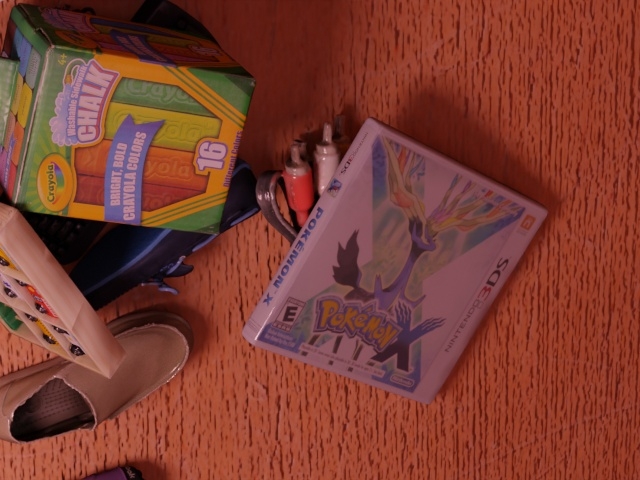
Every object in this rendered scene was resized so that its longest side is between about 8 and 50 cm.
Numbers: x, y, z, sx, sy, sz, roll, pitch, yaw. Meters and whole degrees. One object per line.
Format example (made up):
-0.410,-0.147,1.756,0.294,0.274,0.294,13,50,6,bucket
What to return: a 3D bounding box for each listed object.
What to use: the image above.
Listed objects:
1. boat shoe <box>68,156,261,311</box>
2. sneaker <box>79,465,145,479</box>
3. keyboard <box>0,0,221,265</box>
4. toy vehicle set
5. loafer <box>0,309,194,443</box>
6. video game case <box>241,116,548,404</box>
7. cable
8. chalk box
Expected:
-0.171,0.011,1.847,0.258,0.109,0.089,-34,123,-3,boat shoe
-0.232,0.410,1.994,0.124,0.107,0.283,-20,118,-20,sneaker
-0.259,-0.138,1.790,0.201,0.033,0.317,34,95,-30,keyboard
-0.328,0.037,1.718,0.035,0.166,0.267,-55,142,-22,toy vehicle set
-0.265,0.172,1.882,0.268,0.092,0.102,-26,119,-10,loafer
0.098,0.036,1.963,0.329,0.036,0.300,23,102,-42,video game case
0.000,0.000,1.914,0.139,0.072,0.287,-33,121,-43,cable
-0.243,-0.131,1.678,0.288,0.179,0.180,6,109,-25,chalk box
